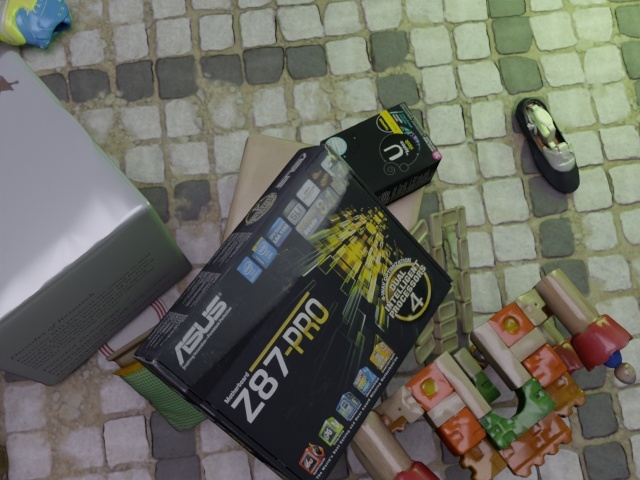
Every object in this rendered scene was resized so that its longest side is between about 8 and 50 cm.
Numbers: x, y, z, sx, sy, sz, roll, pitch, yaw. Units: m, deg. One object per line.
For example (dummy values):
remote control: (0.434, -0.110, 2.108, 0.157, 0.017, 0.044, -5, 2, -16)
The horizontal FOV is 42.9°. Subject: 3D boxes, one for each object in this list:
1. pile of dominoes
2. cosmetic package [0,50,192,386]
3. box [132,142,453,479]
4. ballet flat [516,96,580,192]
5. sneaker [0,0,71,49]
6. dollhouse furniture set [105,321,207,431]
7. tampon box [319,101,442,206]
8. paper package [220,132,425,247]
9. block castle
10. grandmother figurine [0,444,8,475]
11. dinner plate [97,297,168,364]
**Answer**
pile of dominoes: (0.196, 0.074, 1.412, 0.040, 0.196, 0.251, 0, 98, 39)
cosmetic package: (-0.452, -0.012, 1.286, 0.327, 0.393, 0.329, -41, 78, -10)
box: (-0.021, 0.109, 1.170, 0.318, 0.097, 0.395, 46, 69, -22)
ballet flat: (0.434, -0.185, 1.539, 0.074, 0.074, 0.203, -24, 80, -7)
sneaker: (-0.529, -0.467, 1.563, 0.126, 0.091, 0.240, 22, 73, -21)
dollhouse furniture set: (-0.193, 0.213, 1.296, 0.302, 0.151, 0.197, -33, 107, 17)
tampon box: (0.092, -0.125, 1.322, 0.161, 0.101, 0.120, -28, 73, -14)
paper package: (0.000, 0.000, 1.430, 0.325, 0.168, 0.309, 12, 77, -1)
block castle: (0.270, 0.270, 1.316, 0.453, 0.303, 0.212, -35, 75, -9)
grandmother figurine: (-0.700, 0.416, 1.343, 0.343, 0.104, 0.207, -10, 68, -7)
dinner plate: (-0.338, 0.155, 1.456, 0.141, 0.017, 0.141, 1, 77, -3)
